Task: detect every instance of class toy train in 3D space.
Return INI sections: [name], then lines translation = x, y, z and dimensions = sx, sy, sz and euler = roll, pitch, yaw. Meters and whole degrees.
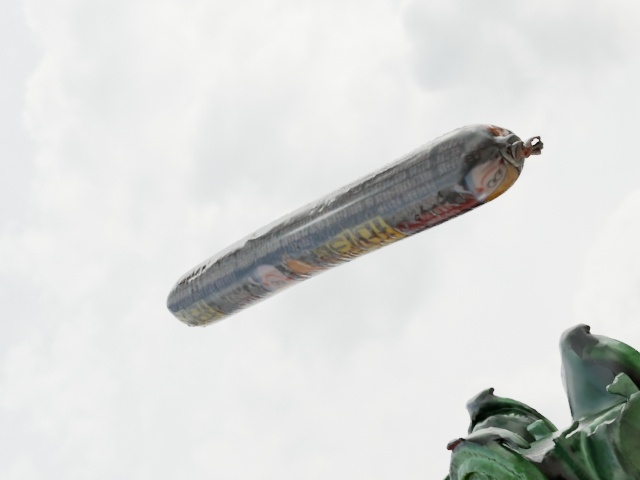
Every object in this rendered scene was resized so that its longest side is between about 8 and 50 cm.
[toy train]
translation = 0.150, 0.178, 0.696
dimensions = 0.145, 0.202, 0.266
euler = -34, -9, -34

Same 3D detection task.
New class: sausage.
[sausage]
translation = 0.000, 0.000, 0.398
dimensions = 0.028, 0.198, 0.025
euler = 38, -126, -22
